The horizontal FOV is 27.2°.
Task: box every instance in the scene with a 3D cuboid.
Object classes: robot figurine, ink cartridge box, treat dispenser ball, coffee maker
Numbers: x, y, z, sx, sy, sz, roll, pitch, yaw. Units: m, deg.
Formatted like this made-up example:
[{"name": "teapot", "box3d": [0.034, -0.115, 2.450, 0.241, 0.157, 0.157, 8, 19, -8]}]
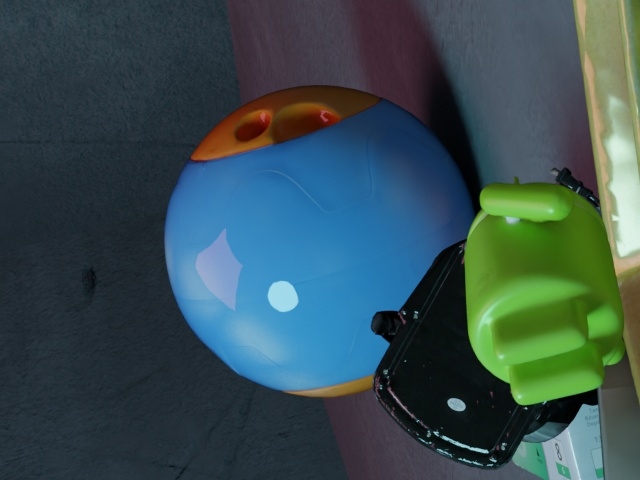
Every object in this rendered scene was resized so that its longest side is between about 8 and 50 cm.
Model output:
[{"name": "robot figurine", "box3d": [0.098, 0.020, 0.591, 0.115, 0.067, 0.101, -84, -29, -54]}, {"name": "ink cartridge box", "box3d": [0.170, 0.075, 1.019, 0.181, 0.056, 0.224, 178, 76, -83]}, {"name": "treat dispenser ball", "box3d": [0.000, 0.000, 1.223, 0.288, 0.288, 0.288, 166, 90, -83]}, {"name": "coffee maker", "box3d": [0.135, 0.055, 0.818, 0.120, 0.171, 0.178, 55, -164, 15]}]

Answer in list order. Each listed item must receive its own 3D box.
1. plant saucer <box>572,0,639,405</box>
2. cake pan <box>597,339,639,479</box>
[{"name": "plant saucer", "box3d": [0.147, -0.073, 0.517, 0.332, 0.081, 0.332, -73, -27, -69]}, {"name": "cake pan", "box3d": [0.184, 0.183, 0.715, 0.293, 0.054, 0.293, -5, -90, -79]}]
